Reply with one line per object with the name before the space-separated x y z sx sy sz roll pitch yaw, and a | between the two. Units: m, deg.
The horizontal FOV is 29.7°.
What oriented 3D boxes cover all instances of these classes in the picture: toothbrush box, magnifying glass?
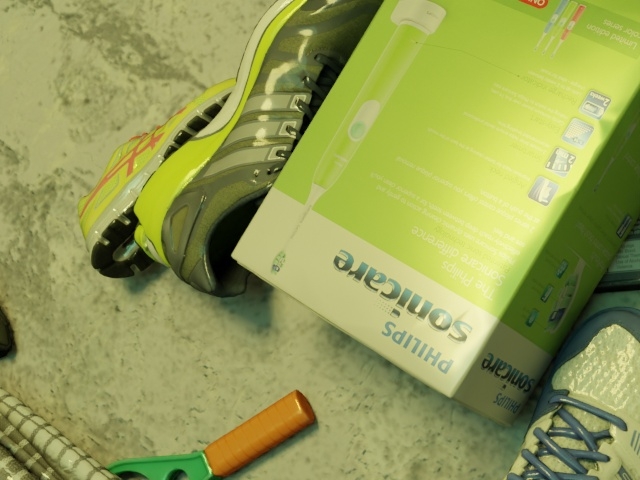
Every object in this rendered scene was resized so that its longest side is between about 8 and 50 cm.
toothbrush box | 0.105 -0.048 0.843 0.206 0.122 0.283 30 88 33
magnifying glass | -0.104 0.189 0.961 0.231 0.026 0.092 -33 63 13

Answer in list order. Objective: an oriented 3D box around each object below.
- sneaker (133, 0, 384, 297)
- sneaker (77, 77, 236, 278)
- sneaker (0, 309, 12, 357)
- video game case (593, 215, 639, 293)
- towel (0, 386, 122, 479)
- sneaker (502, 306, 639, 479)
sneaker | -0.021 -0.077 0.944 0.300 0.111 0.121 -55 45 10
sneaker | -0.133 -0.070 1.025 0.208 0.081 0.094 -43 44 0
sneaker | -0.394 0.122 1.049 0.267 0.101 0.106 -37 80 -15
video game case | 0.274 -0.104 0.860 0.196 0.026 0.274 -6 71 25
towel | -0.301 0.266 0.962 0.235 0.121 0.283 32 97 28
sneaker | 0.159 0.178 0.772 0.112 0.131 0.296 13 80 31
